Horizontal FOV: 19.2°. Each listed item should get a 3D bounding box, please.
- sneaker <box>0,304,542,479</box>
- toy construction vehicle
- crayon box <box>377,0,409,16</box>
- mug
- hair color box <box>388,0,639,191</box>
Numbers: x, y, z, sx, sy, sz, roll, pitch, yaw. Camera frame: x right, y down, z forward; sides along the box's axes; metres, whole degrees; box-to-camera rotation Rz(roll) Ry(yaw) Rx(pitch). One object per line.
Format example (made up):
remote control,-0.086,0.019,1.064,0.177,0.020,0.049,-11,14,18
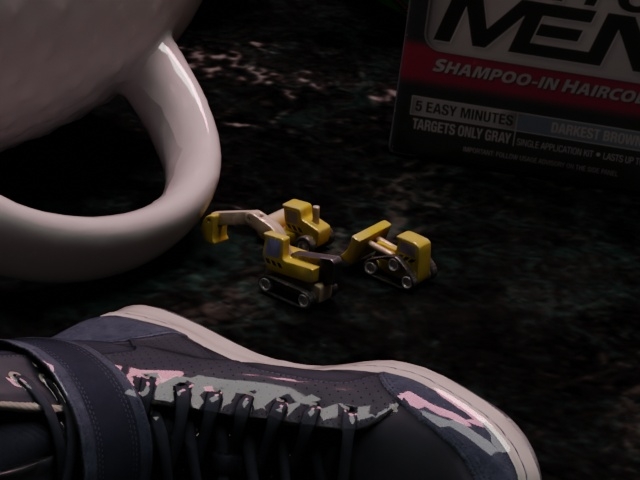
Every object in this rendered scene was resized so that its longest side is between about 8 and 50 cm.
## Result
sneaker,-0.049,0.085,0.691,0.226,0.086,0.163,11,12,33
toy construction vehicle,0.000,0.000,0.974,0.098,0.035,0.086,23,29,32
crayon box,0.160,-0.261,1.438,0.278,0.081,0.165,-29,38,-21
mug,-0.198,-0.133,0.988,0.328,0.276,0.374,-11,59,-49
hair color box,0.158,-0.226,1.106,0.185,0.374,0.113,9,24,5
